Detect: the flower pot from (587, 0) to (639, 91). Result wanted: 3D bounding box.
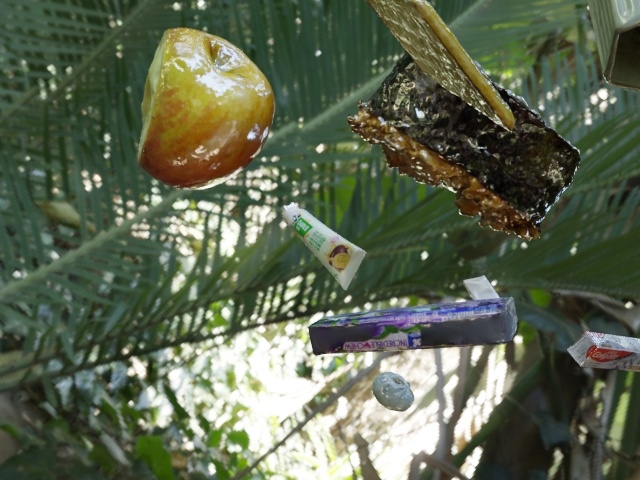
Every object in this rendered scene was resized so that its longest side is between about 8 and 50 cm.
[{"bbox_3d":[0.489,-0.335,0.993,0.239,0.209,0.189,59,28,-64],"label":"flower pot"}]

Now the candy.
[{"bbox_3d":[0.134,0.132,1.092,0.088,0.313,0.061,-14,95,-66],"label":"candy"}]

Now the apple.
[{"bbox_3d":[-0.143,-0.146,0.848,0.160,0.173,0.195,30,30,-26],"label":"apple"}]

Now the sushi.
[{"bbox_3d":[0.230,-0.155,1.149,0.349,0.207,0.234,36,2,-2],"label":"sushi"}]

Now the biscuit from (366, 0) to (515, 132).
[{"bbox_3d":[0.094,-0.176,0.649,0.139,0.016,0.231,45,9,-23],"label":"biscuit"}]

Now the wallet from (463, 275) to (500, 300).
[{"bbox_3d":[0.274,0.091,1.211,0.083,0.044,0.011,-113,-163,-46],"label":"wallet"}]

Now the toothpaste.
[{"bbox_3d":[0.000,0.000,1.419,0.314,0.056,0.058,41,-31,57],"label":"toothpaste"}]

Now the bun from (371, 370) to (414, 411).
[{"bbox_3d":[0.128,0.260,1.259,0.083,0.045,0.083,22,28,-12],"label":"bun"}]

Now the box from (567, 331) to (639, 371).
[{"bbox_3d":[0.553,0.211,1.358,0.218,0.055,0.039,12,35,-37],"label":"box"}]
